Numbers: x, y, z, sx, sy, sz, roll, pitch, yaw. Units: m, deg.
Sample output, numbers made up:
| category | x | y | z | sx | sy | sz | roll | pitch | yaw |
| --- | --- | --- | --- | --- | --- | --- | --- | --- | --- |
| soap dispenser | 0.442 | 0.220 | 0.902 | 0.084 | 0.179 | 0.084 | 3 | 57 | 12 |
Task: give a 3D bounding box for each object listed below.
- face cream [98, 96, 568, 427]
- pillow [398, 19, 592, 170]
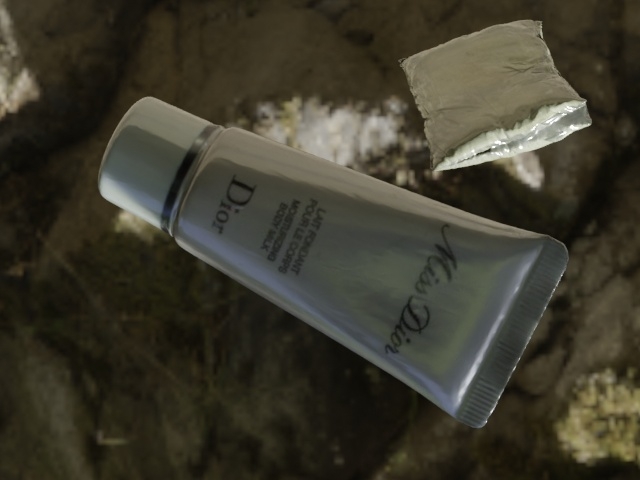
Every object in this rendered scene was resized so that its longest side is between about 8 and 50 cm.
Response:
| category | x | y | z | sx | sy | sz | roll | pitch | yaw |
| --- | --- | --- | --- | --- | --- | --- | --- | --- | --- |
| face cream | 0.000 | 0.000 | 0.935 | 0.314 | 0.143 | 0.089 | 25 | -167 | 6 |
| pillow | 0.157 | -0.140 | 1.263 | 0.148 | 0.230 | 0.050 | -15 | 119 | 4 |
